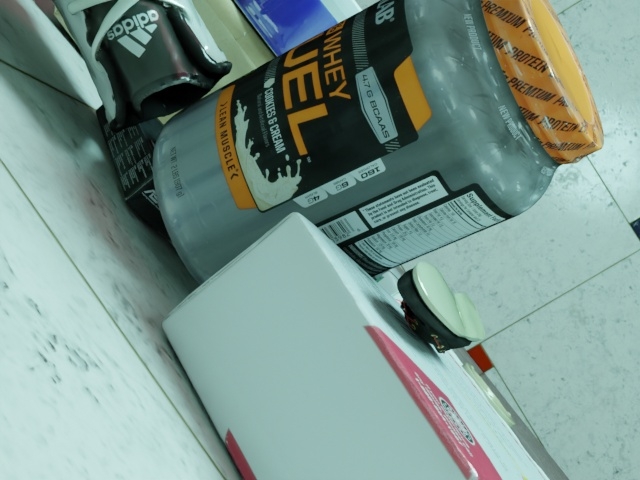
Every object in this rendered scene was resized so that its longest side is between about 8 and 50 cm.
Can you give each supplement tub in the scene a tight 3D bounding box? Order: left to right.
[{"bbox_3d":[0.043,-0.076,0.810,0.193,0.316,0.193,47,30,-37],"label":"supplement tub"}]

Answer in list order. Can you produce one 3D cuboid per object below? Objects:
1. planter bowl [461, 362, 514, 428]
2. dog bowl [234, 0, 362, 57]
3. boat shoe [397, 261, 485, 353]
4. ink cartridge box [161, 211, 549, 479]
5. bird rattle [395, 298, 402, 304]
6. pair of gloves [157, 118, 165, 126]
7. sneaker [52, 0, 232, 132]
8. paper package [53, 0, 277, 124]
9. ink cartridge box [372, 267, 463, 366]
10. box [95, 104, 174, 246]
[{"bbox_3d":[0.171,0.222,1.294,0.162,0.109,0.162,50,6,-7],"label":"planter bowl"},{"bbox_3d":[-0.017,-0.264,1.232,0.265,0.104,0.265,52,6,-8],"label":"dog bowl"},{"bbox_3d":[0.078,0.050,0.717,0.133,0.042,0.049,37,36,-63],"label":"boat shoe"},{"bbox_3d":[0.051,0.144,0.752,0.226,0.131,0.306,55,6,32],"label":"ink cartridge box"},{"bbox_3d":[0.000,0.000,1.090,0.207,0.143,0.253,35,-23,26],"label":"bird rattle"},{"bbox_3d":[-0.151,-0.093,1.071,0.083,0.010,0.074,36,-20,-9],"label":"pair of gloves"},{"bbox_3d":[-0.159,-0.251,0.784,0.257,0.169,0.447,58,-7,25],"label":"sneaker"},{"bbox_3d":[-0.142,-0.210,1.274,0.309,0.168,0.325,52,5,-9],"label":"paper package"},{"bbox_3d":[0.110,0.119,1.530,0.160,0.092,0.219,49,6,-18],"label":"ink cartridge box"},{"bbox_3d":[-0.122,-0.036,0.958,0.184,0.045,0.190,50,5,-34],"label":"box"}]
